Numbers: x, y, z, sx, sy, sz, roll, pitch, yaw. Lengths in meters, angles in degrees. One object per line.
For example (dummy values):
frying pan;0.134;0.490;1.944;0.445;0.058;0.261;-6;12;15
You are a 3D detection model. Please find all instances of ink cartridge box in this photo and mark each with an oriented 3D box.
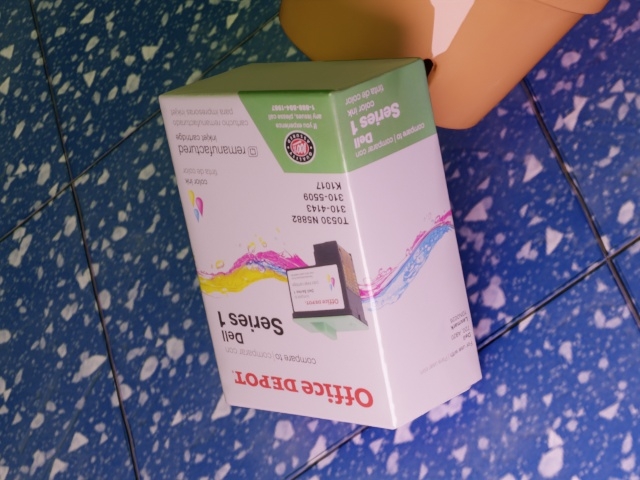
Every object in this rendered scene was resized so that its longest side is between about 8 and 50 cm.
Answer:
ink cartridge box;0.000;0.000;1.435;0.201;0.117;0.278;3;111;43

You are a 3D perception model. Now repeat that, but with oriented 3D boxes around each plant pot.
plant pot;0.095;-0.231;1.501;0.203;0.291;0.291;-60;41;20
